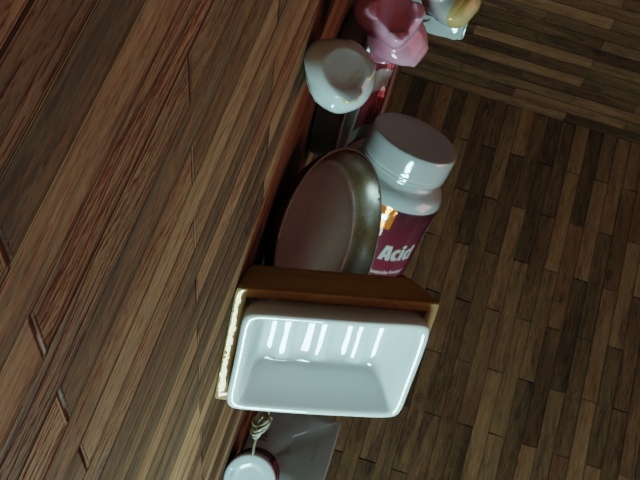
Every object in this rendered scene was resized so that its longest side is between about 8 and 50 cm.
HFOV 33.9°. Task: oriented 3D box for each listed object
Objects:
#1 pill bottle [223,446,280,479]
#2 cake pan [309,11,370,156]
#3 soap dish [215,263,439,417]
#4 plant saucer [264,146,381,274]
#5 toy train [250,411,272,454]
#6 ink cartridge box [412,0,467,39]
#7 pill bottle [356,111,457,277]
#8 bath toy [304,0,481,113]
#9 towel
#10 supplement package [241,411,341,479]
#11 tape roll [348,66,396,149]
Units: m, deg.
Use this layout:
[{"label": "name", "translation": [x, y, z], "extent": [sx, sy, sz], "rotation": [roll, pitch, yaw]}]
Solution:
[{"label": "pill bottle", "translation": [-0.142, 0.496, 2.228], "extent": [0.193, 0.108, 0.108], "rotation": [70, 38, -84]}, {"label": "cake pan", "translation": [0.044, -0.266, 1.822], "extent": [0.293, 0.054, 0.293], "rotation": [17, 90, -87]}, {"label": "soap dish", "translation": [0.003, 0.146, 1.540], "extent": [0.118, 0.291, 0.229], "rotation": [-97, -164, -49]}, {"label": "plant saucer", "translation": [0.000, 0.000, 1.675], "extent": [0.311, 0.050, 0.310], "rotation": [-31, 129, -48]}, {"label": "toy train", "translation": [-0.097, 0.283, 2.043], "extent": [0.143, 0.105, 0.248], "rotation": [78, 28, -62]}, {"label": "ink cartridge box", "translation": [0.203, -0.510, 1.937], "extent": [0.114, 0.197, 0.273], "rotation": [101, 7, -48]}, {"label": "pill bottle", "translation": [0.124, -0.061, 2.250], "extent": [0.224, 0.224, 0.392], "rotation": [-66, -178, -59]}, {"label": "bath toy", "translation": [0.107, -0.308, 1.450], "extent": [0.348, 0.151, 0.129], "rotation": [-48, -165, -10]}, {"label": "towel", "translation": [0.105, -0.334, 2.103], "extent": [0.237, 0.037, 0.329], "rotation": [-38, 151, -62]}, {"label": "supplement package", "translation": [-0.086, 0.532, 2.479], "extent": [0.262, 0.204, 0.145], "rotation": [-67, 172, -58]}, {"label": "tape roll", "translation": [0.136, -0.395, 2.472], "extent": [0.392, 0.072, 0.392], "rotation": [17, 90, -86]}]
